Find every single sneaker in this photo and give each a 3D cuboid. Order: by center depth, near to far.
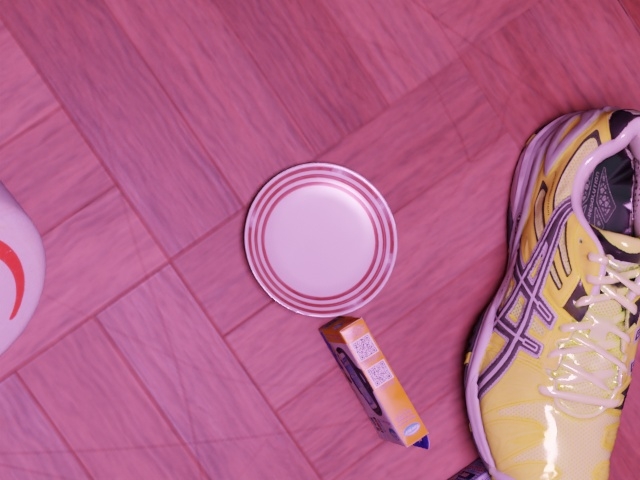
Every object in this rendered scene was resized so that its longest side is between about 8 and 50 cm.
[{"bbox_3d":[0.222,0.058,1.467,0.145,0.147,0.384,9,77,-14],"label":"sneaker"}]

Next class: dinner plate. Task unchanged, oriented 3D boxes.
[{"bbox_3d":[0.000,0.000,1.497,0.141,0.017,0.141,2,80,-11],"label":"dinner plate"}]

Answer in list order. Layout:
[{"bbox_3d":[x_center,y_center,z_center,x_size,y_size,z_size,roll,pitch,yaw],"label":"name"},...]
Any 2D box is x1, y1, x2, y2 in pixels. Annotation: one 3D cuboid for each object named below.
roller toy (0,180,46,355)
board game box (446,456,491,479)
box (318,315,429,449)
[{"bbox_3d":[-0.330,0.015,1.327,0.191,0.146,0.209,-31,140,-16],"label":"roller toy"},{"bbox_3d":[0.137,0.295,1.508,0.194,0.060,0.194,45,80,-9],"label":"board game box"},{"bbox_3d":[0.050,0.132,1.479,0.028,0.081,0.136,-29,95,-13],"label":"box"}]
